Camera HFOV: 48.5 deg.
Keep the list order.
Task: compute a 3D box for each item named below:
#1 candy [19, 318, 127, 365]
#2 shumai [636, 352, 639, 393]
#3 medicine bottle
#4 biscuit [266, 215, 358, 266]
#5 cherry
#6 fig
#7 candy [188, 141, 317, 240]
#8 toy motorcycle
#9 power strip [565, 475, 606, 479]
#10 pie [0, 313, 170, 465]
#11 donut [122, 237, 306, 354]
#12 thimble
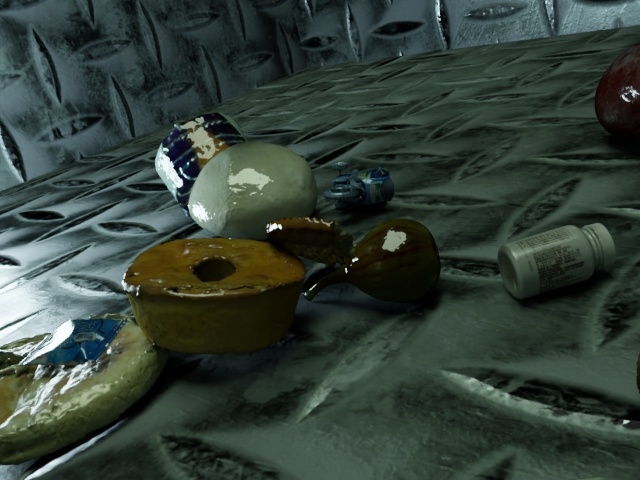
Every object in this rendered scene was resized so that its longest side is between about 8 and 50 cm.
[{"bbox_3d":[-0.342,0.142,0.985,0.136,0.038,0.088,-7,33,24],"label":"candy"},{"bbox_3d":[0.367,0.099,0.694,0.105,0.123,0.139,7,14,23],"label":"shumai"},{"bbox_3d":[0.319,0.025,0.963,0.140,0.079,0.079,-17,21,-4],"label":"medicine bottle"},{"bbox_3d":[0.000,-0.001,1.109,0.176,0.031,0.228,15,-13,-19],"label":"biscuit"},{"bbox_3d":[0.653,-0.284,1.362,0.230,0.203,0.300,-17,-2,-28],"label":"cherry"},{"bbox_3d":[0.063,0.045,1.058,0.236,0.124,0.124,-17,18,27],"label":"fig"},{"bbox_3d":[-0.144,-0.107,1.476,0.295,0.185,0.295,-9,18,3],"label":"candy"},{"bbox_3d":[0.091,-0.115,1.470,0.135,0.092,0.254,-1,14,12],"label":"toy motorcycle"},{"bbox_3d":[0.225,0.230,0.588,0.040,0.016,0.090,-11,21,13],"label":"power strip"},{"bbox_3d":[-0.364,0.196,1.006,0.337,0.075,0.337,-8,20,3],"label":"pie"},{"bbox_3d":[-0.153,0.079,1.035,0.277,0.109,0.277,2,14,-1],"label":"donut"},{"bbox_3d":[-0.270,-0.175,1.674,0.237,0.150,0.237,-30,-20,-12],"label":"thimble"}]
